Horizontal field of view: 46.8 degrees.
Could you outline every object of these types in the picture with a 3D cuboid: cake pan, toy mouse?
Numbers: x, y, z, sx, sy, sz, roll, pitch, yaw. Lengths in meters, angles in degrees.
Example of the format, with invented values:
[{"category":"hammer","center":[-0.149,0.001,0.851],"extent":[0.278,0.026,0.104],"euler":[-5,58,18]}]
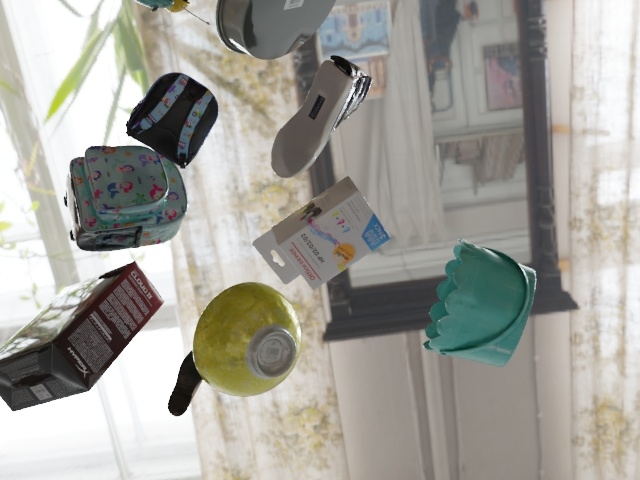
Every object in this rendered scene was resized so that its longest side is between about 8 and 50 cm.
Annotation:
[{"category":"cake pan","center":[-0.064,-0.456,1.369],"extent":[0.293,0.293,0.054],"euler":[-28,-116,-41]},{"category":"toy mouse","center":[-0.240,-0.347,0.987],"extent":[0.031,0.161,0.143],"euler":[-44,162,21]}]

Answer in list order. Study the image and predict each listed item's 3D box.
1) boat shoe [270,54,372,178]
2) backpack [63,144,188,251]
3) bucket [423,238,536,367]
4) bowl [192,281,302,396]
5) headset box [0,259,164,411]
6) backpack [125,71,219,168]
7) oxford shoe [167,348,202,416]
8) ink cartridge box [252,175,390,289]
[{"category":"boat shoe","center":[0.011,-0.301,1.872],"extent":[0.127,0.340,0.158],"euler":[44,-154,19]},{"category":"backpack","center":[-0.426,-0.099,1.661],"extent":[0.253,0.191,0.225],"euler":[-2,-121,-31]},{"category":"bucket","center":[0.364,0.149,1.700],"extent":[0.183,0.281,0.281],"euler":[18,-156,4]},{"category":"bowl","center":[-0.147,0.256,1.792],"extent":[0.289,0.290,0.156],"euler":[-22,-159,-31]},{"category":"headset box","center":[-0.448,0.166,1.381],"extent":[0.218,0.110,0.293],"euler":[-19,-158,31]},{"category":"backpack","center":[-0.292,-0.261,1.511],"extent":[0.158,0.173,0.117],"euler":[31,-159,-16]},{"category":"oxford shoe","center":[-0.348,0.369,1.970],"extent":[0.076,0.076,0.212],"euler":[27,-113,0]},{"category":"ink cartridge box","center":[0.000,0.000,1.116],"extent":[0.181,0.104,0.061],"euler":[-34,-149,4]}]
